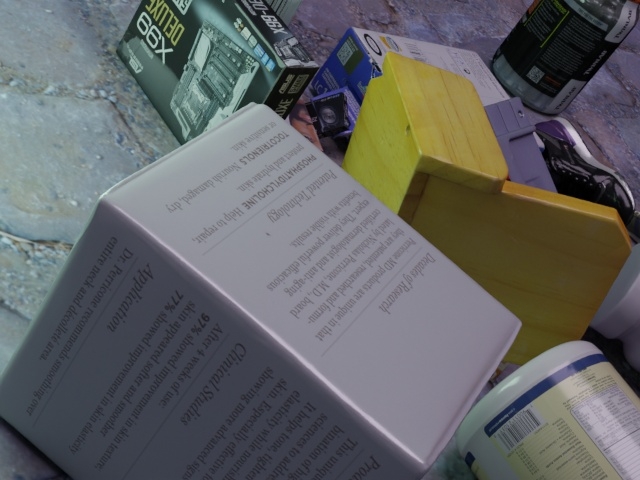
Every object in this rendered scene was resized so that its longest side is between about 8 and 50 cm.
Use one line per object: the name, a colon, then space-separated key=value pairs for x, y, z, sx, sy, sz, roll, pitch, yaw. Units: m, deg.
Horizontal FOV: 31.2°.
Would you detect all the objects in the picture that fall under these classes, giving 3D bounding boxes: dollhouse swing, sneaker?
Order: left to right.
dollhouse swing: x=0.210 y=-0.031 z=1.599 sx=0.305 sy=0.347 sz=0.315 roll=4 pitch=43 yaw=-15
sneaker: x=0.496 y=-0.121 z=2.279 sx=0.124 sy=0.107 sz=0.283 roll=-15 pitch=54 yaw=-33
sneaker: x=0.671 y=-0.025 z=2.305 sx=0.064 sy=0.086 sz=0.192 roll=-6 pitch=52 yaw=-46

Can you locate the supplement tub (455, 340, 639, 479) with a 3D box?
supplement tub: x=0.353 y=0.317 z=1.470 sx=0.235 sy=0.235 sz=0.325 roll=-9 pitch=54 yaw=-47

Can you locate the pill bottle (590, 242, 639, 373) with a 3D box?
pill bottle: x=0.645 y=0.172 z=1.933 sx=0.363 sy=0.210 sz=0.210 roll=34 pitch=34 yaw=-3

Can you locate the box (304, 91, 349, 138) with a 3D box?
box: x=0.006 y=-0.206 z=1.917 sx=0.018 sy=0.083 sz=0.067 roll=38 pitch=44 yaw=-56

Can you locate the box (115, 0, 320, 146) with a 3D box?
box: x=-0.163 y=-0.273 z=1.720 sx=0.076 sy=0.242 sz=0.307 roll=-8 pitch=54 yaw=-47

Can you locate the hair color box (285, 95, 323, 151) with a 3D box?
hair color box: x=-0.065 y=-0.195 z=1.883 sx=0.093 sy=0.053 sz=0.167 roll=12 pitch=42 yaw=-33

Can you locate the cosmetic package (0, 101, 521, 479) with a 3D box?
cosmetic package: x=-0.067 y=0.129 z=1.237 sx=0.393 sy=0.329 sz=0.327 roll=40 pitch=33 yaw=5

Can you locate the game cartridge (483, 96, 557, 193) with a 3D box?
game cartridge: x=0.322 y=-0.054 z=1.908 sx=0.230 sy=0.068 sz=0.355 roll=-21 pitch=88 yaw=-48

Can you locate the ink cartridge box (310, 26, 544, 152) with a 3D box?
ink cartridge box: x=0.170 y=-0.227 z=2.043 sx=0.395 sy=0.151 sz=0.270 roll=3 pitch=46 yaw=-42

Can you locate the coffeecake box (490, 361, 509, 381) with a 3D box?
coffeecake box: x=0.314 y=0.110 z=1.731 sx=0.068 sy=0.185 sz=0.142 roll=43 pitch=34 yaw=10

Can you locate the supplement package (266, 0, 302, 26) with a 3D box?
supplement package: x=-0.155 y=-0.455 z=2.031 sx=0.203 sy=0.149 sz=0.194 roll=21 pitch=37 yaw=-21

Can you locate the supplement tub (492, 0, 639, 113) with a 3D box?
supplement tub: x=0.546 y=-0.459 z=2.494 sx=0.207 sy=0.338 sz=0.207 roll=24 pitch=36 yaw=-19
